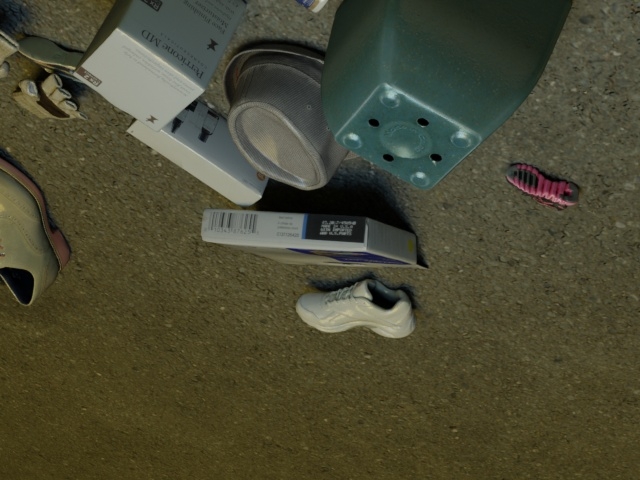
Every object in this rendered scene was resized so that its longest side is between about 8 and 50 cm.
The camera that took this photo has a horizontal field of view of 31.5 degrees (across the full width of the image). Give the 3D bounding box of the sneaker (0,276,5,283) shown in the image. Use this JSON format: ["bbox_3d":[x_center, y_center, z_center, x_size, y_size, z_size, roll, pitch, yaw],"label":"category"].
[{"bbox_3d":[-0.734,-0.016,2.356,0.130,0.109,0.286,-4,134,46],"label":"sneaker"}]

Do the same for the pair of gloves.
[{"bbox_3d":[-0.507,-0.269,1.860,0.204,0.042,0.240,4,151,50],"label":"pair of gloves"}]

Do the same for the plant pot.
[{"bbox_3d":[0.139,-0.219,1.470,0.247,0.252,0.248,29,145,-12],"label":"plant pot"}]

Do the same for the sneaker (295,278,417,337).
[{"bbox_3d":[0.066,0.112,2.136,0.232,0.090,0.115,3,137,9],"label":"sneaker"}]

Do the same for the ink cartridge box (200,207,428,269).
[{"bbox_3d":[0.000,0.000,1.970,0.304,0.072,0.307,2,175,24],"label":"ink cartridge box"}]

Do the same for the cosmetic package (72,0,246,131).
[{"bbox_3d":[-0.229,-0.287,1.621,0.151,0.183,0.151,34,144,-21],"label":"cosmetic package"}]

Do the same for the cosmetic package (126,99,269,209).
[{"bbox_3d":[-0.190,-0.159,1.859,0.239,0.099,0.060,33,144,-20],"label":"cosmetic package"}]

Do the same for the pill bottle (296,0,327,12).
[{"bbox_3d":[-0.038,-0.364,1.521,0.120,0.067,0.067,30,145,-15],"label":"pill bottle"}]

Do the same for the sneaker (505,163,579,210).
[{"bbox_3d":[0.338,-0.077,1.759,0.119,0.047,0.057,24,158,-3],"label":"sneaker"}]

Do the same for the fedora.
[{"bbox_3d":[-0.041,-0.170,1.744,0.244,0.124,0.275,-7,138,35],"label":"fedora"}]

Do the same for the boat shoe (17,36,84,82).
[{"bbox_3d":[-0.429,-0.291,1.844,0.137,0.049,0.043,17,149,-3],"label":"boat shoe"}]

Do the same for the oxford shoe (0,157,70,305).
[{"bbox_3d":[-0.619,-0.024,2.223,0.141,0.146,0.397,3,142,25],"label":"oxford shoe"}]
